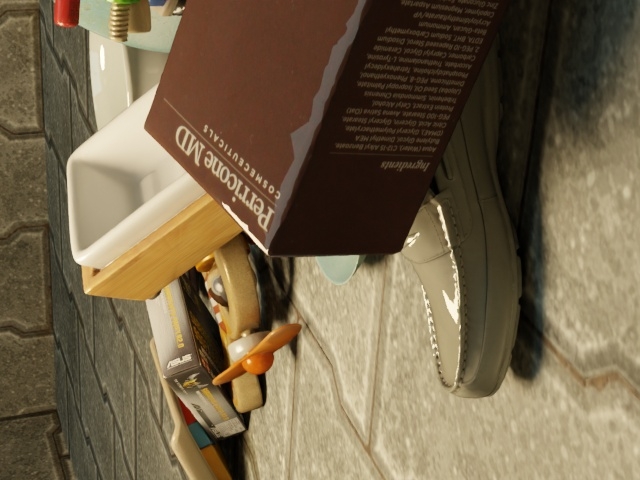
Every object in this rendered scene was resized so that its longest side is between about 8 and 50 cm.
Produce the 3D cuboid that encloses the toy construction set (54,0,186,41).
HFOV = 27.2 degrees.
[{"bbox_3d":[-0.092,-0.314,1.249,0.257,0.308,0.237,36,125,56],"label":"toy construction set"}]

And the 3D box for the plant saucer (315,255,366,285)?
[{"bbox_3d":[0.025,-0.052,1.358,0.195,0.037,0.195,174,90,-73],"label":"plant saucer"}]

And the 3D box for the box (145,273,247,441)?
[{"bbox_3d":[-0.178,0.157,1.871,0.231,0.056,0.183,66,-175,-56],"label":"box"}]

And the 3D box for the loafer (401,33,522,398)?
[{"bbox_3d":[0.089,-0.031,1.051,0.112,0.111,0.319,171,92,-72],"label":"loafer"}]

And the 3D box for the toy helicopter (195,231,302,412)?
[{"bbox_3d":[-0.103,0.111,1.712,0.355,0.140,0.235,87,159,-46],"label":"toy helicopter"}]

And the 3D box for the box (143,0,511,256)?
[{"bbox_3d":[0.025,-0.196,0.928,0.191,0.143,0.381,43,123,39],"label":"box"}]

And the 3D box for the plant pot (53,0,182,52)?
[{"bbox_3d":[-0.198,-0.371,1.543,0.247,0.252,0.248,112,143,-53],"label":"plant pot"}]

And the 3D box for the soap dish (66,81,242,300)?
[{"bbox_3d":[-0.157,-0.081,1.536,0.118,0.291,0.229,42,-159,-38],"label":"soap dish"}]

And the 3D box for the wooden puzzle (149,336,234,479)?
[{"bbox_3d":[-0.183,0.282,1.980,0.239,0.044,0.221,-111,-1,-53],"label":"wooden puzzle"}]

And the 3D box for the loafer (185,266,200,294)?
[{"bbox_3d":[-0.242,0.022,2.147,0.109,0.095,0.302,-57,36,14],"label":"loafer"}]

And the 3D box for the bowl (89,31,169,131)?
[{"bbox_3d":[-0.258,-0.247,1.993,0.298,0.134,0.298,174,90,-71],"label":"bowl"}]
